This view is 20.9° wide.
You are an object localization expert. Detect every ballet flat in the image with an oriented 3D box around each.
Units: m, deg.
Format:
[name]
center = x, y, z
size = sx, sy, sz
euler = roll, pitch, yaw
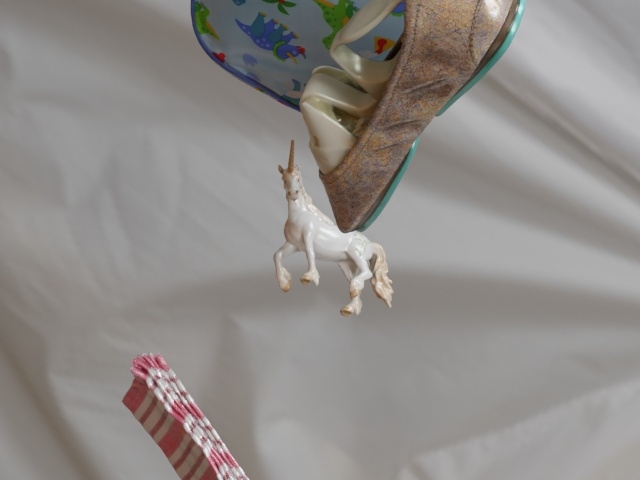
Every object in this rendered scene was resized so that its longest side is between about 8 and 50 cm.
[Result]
[ballet flat]
center = 0.047, -0.119, 1.359
size = 0.316, 0.106, 0.107
euler = 125, -16, -49

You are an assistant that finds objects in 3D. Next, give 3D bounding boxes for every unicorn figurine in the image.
[unicorn figurine]
center = 0.000, 0.000, 1.605
size = 0.060, 0.162, 0.111
euler = -21, -131, 36

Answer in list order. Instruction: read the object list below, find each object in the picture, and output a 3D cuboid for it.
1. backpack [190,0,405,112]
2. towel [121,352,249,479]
[backpack]
center = 0.035, -0.271, 1.455
size = 0.355, 0.290, 0.273
euler = -39, -154, 61
[towel]
center = -0.110, 0.197, 1.533
size = 0.029, 0.197, 0.144
euler = -32, 168, -20
